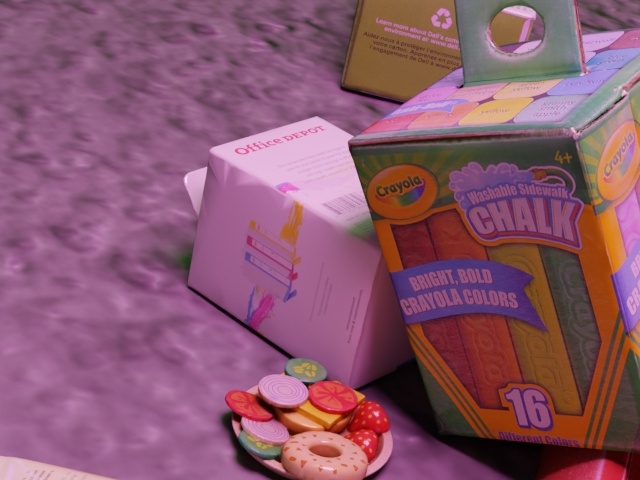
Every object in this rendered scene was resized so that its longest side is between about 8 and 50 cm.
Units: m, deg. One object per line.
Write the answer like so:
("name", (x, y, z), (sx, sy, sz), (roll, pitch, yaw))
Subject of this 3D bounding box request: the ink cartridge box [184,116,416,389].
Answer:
("ink cartridge box", (0.000, 0.000, 0.816), (0.143, 0.090, 0.092), (31, 33, 32))

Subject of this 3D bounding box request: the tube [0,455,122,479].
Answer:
("tube", (-0.039, 0.137, 0.600), (0.240, 0.062, 0.070), (11, -15, 7))

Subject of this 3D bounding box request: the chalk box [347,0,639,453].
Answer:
("chalk box", (0.113, -0.023, 0.719), (0.132, 0.213, 0.132), (-1, 26, 43))

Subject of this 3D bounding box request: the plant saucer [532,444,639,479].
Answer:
("plant saucer", (0.231, 0.139, 0.710), (0.258, 0.047, 0.259), (18, 28, 10))

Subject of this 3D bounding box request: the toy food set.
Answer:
("toy food set", (-0.005, 0.090, 0.726), (0.082, 0.020, 0.083), (26, 32, 22))

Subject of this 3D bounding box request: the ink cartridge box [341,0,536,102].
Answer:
("ink cartridge box", (0.159, -0.165, 1.171), (0.255, 0.097, 0.189), (13, 29, 3))
